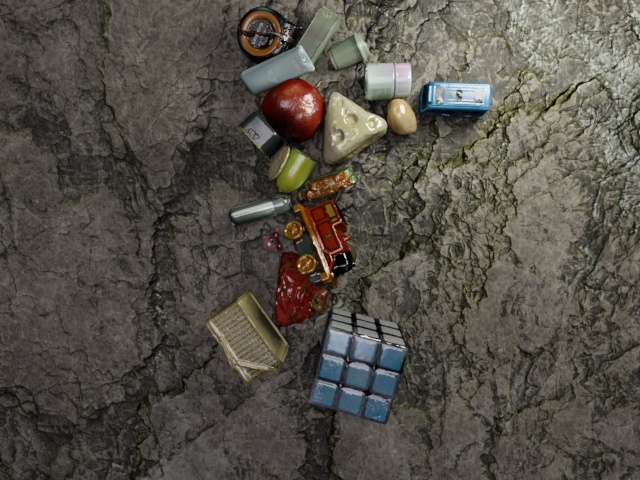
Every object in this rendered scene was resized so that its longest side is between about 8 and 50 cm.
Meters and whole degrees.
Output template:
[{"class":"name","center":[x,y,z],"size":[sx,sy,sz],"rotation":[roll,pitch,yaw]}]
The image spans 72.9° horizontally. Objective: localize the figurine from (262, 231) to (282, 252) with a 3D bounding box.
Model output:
[{"class":"figurine","center":[-0.200,0.014,1.750],"size":[0.067,0.071,0.083],"rotation":[-34,83,48]}]

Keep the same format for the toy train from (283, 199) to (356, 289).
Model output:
[{"class":"toy train","center":[0.000,0.000,1.639],"size":[0.232,0.163,0.369],"rotation":[-25,68,6]}]

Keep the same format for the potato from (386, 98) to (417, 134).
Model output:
[{"class":"potato","center":[0.305,-0.467,1.646],"size":[0.112,0.112,0.147],"rotation":[-27,113,6]}]

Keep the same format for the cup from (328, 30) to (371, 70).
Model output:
[{"class":"cup","center":[0.108,-0.710,1.642],"size":[0.141,0.120,0.120],"rotation":[-23,94,20]}]

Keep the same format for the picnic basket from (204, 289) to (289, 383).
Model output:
[{"class":"picnic basket","center":[-0.285,0.384,1.712],"size":[0.175,0.228,0.313],"rotation":[-35,92,5]}]

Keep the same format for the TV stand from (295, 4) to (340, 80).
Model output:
[{"class":"TV stand","center":[-0.032,-0.745,1.653],"size":[0.083,0.088,0.269],"rotation":[35,97,2]}]

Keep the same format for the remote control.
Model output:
[{"class":"remote control","center":[-0.167,-0.625,1.619],"size":[0.293,0.051,0.103],"rotation":[-11,136,32]}]

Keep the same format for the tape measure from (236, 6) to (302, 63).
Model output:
[{"class":"tape measure","center":[-0.204,-0.770,1.645],"size":[0.223,0.135,0.202],"rotation":[29,107,3]}]

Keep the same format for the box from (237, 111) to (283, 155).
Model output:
[{"class":"box","center":[-0.220,-0.399,1.647],"size":[0.090,0.201,0.144],"rotation":[-42,90,3]}]

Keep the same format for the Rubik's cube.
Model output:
[{"class":"Rubik's cube","center":[0.138,0.462,1.653],"size":[0.301,0.304,0.305],"rotation":[13,94,2]}]

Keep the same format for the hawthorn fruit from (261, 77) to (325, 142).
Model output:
[{"class":"hawthorn fruit","center":[-0.076,-0.506,1.624],"size":[0.266,0.210,0.230],"rotation":[-44,99,2]}]

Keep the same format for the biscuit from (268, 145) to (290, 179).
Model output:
[{"class":"biscuit","center":[-0.163,-0.304,1.682],"size":[0.020,0.152,0.152],"rotation":[26,98,-25]}]

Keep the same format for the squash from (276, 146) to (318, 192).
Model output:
[{"class":"squash","center":[-0.103,-0.264,1.691],"size":[0.123,0.123,0.186],"rotation":[33,99,1]}]

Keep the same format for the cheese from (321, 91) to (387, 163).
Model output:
[{"class":"cheese","center":[0.109,-0.395,1.640],"size":[0.251,0.173,0.248],"rotation":[21,95,-3]}]

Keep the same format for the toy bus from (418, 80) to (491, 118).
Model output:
[{"class":"toy bus","center":[0.497,-0.527,1.613],"size":[0.246,0.134,0.113],"rotation":[3,95,3]}]

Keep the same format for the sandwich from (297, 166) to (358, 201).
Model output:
[{"class":"sandwich","center":[0.013,-0.213,1.676],"size":[0.235,0.159,0.079],"rotation":[-16,100,25]}]

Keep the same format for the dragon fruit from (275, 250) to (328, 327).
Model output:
[{"class":"dragon fruit","center":[-0.073,0.211,1.719],"size":[0.205,0.152,0.317],"rotation":[3,95,3]}]

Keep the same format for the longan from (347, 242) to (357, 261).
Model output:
[{"class":"longan","center":[0.090,0.064,1.720],"size":[0.113,0.092,0.113],"rotation":[0,92,8]}]

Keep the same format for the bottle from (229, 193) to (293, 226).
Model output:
[{"class":"bottle","center":[-0.239,-0.127,1.728],"size":[0.254,0.079,0.096],"rotation":[-14,139,6]}]

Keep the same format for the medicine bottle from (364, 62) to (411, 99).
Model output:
[{"class":"medicine bottle","center":[0.249,-0.597,1.625],"size":[0.168,0.135,0.135],"rotation":[-2,95,5]}]
